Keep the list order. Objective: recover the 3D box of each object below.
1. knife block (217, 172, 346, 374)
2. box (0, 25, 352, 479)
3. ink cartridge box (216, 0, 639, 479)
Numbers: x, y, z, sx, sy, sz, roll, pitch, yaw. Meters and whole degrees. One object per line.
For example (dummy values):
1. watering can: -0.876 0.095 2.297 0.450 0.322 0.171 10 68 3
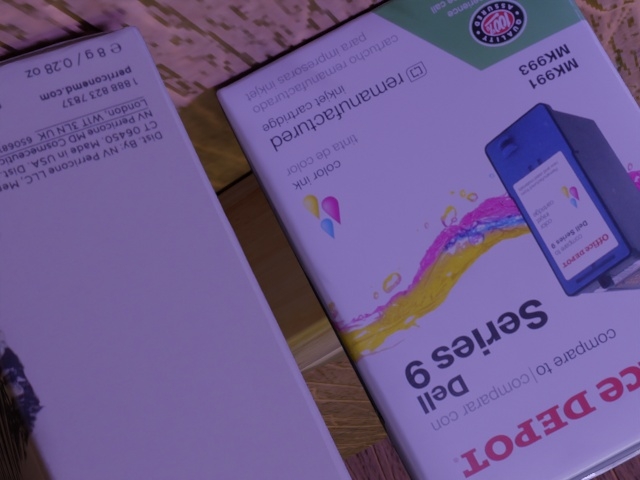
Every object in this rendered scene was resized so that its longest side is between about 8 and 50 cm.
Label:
1. knife block: 0.000 0.000 0.768 0.276 0.088 0.242 -21 165 -25
2. box: -0.058 0.076 0.511 0.094 0.275 0.113 -21 166 -23
3. ink cartridge box: 0.073 0.002 0.633 0.154 0.212 0.093 -27 167 -1
